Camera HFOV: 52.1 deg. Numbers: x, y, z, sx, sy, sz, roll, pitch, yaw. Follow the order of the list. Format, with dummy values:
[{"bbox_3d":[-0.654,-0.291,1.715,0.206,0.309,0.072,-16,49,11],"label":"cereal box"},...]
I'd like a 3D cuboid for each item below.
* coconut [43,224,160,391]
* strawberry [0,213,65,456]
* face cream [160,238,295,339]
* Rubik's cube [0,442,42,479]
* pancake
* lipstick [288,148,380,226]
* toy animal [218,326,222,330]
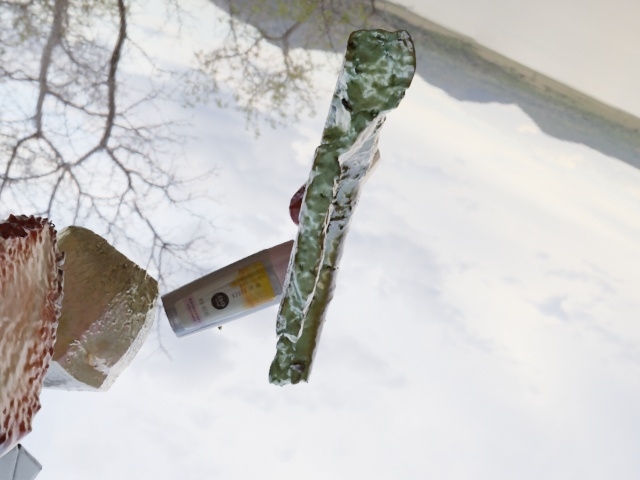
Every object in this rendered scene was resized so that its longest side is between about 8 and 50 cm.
[{"bbox_3d":[-0.499,0.156,1.324,0.297,0.310,0.297,30,159,13],"label":"coconut"},{"bbox_3d":[-0.403,0.104,0.779,0.137,0.234,0.306,-2,-147,-2],"label":"strawberry"},{"bbox_3d":[-0.153,0.091,1.213,0.269,0.107,0.073,-21,-165,-7],"label":"face cream"},{"bbox_3d":[-0.588,0.350,0.975,0.204,0.207,0.205,19,-128,18],"label":"Rubik's cube"},{"bbox_3d":[0.005,0.001,0.519,0.054,0.377,0.197,15,-130,2],"label":"pancake"},{"bbox_3d":[0.029,-0.090,0.943,0.073,0.073,0.280,27,-153,5],"label":"lipstick"},{"bbox_3d":[-0.234,0.184,1.615,0.083,0.081,0.061,-14,-103,-63],"label":"toy animal"}]
